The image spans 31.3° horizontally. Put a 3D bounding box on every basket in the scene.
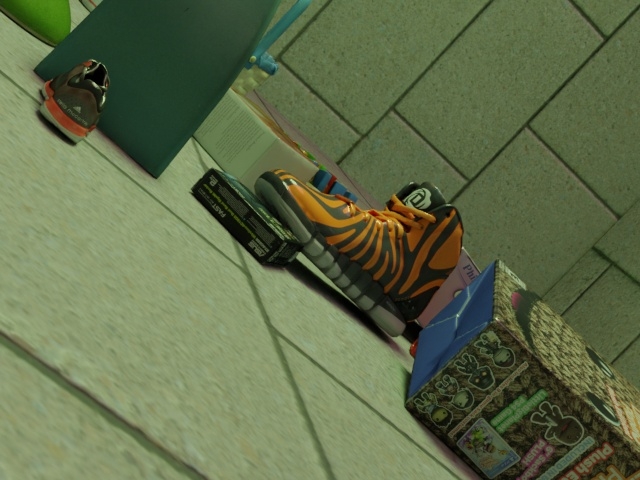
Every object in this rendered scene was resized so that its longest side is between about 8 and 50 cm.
[{"bbox_3d":[-0.164,-0.392,2.051,0.201,0.289,0.255,36,8,-47],"label":"basket"}]

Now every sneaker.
[{"bbox_3d":[-0.218,-0.137,1.064,0.061,0.065,0.158,41,7,-22],"label":"sneaker"},{"bbox_3d":[0.060,-0.028,1.443,0.321,0.180,0.124,44,-2,-42],"label":"sneaker"}]

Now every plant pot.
[{"bbox_3d":[-0.154,-0.218,1.228,0.165,0.234,0.166,42,6,-11],"label":"plant pot"}]

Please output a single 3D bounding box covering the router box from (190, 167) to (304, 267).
[{"bbox_3d":[-0.081,-0.025,1.297,0.122,0.038,0.092,45,7,12],"label":"router box"}]

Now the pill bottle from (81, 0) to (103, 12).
[{"bbox_3d":[-0.327,-0.442,1.956,0.087,0.160,0.087,43,6,-5],"label":"pill bottle"}]

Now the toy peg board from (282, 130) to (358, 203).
[{"bbox_3d":[-0.019,-0.103,1.816,0.161,0.079,0.161,24,-10,47],"label":"toy peg board"}]

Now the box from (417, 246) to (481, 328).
[{"bbox_3d":[0.186,0.077,1.766,0.213,0.117,0.243,53,1,-25],"label":"box"}]

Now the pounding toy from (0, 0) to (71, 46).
[{"bbox_3d":[-0.361,-0.348,1.359,0.237,0.110,0.183,46,7,18],"label":"pounding toy"}]

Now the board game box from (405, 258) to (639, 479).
[{"bbox_3d":[0.255,0.194,1.308,0.291,0.141,0.232,43,18,-5],"label":"board game box"}]

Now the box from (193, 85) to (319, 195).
[{"bbox_3d":[-0.107,-0.144,1.682,0.170,0.091,0.130,47,7,31],"label":"box"}]

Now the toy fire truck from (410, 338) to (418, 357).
[{"bbox_3d":[0.193,0.196,1.516,0.135,0.047,0.192,41,8,-16],"label":"toy fire truck"}]
